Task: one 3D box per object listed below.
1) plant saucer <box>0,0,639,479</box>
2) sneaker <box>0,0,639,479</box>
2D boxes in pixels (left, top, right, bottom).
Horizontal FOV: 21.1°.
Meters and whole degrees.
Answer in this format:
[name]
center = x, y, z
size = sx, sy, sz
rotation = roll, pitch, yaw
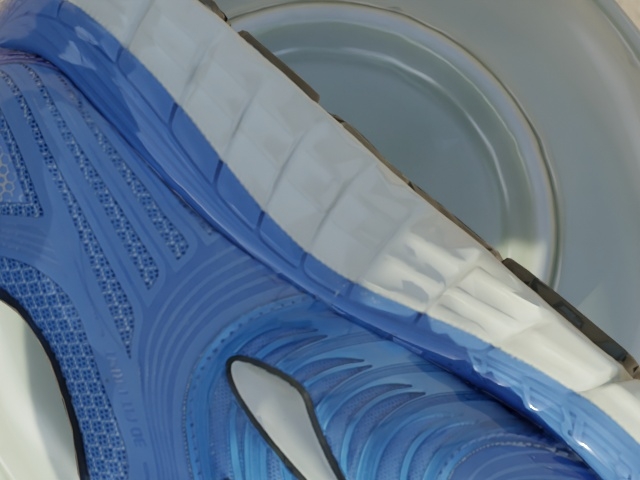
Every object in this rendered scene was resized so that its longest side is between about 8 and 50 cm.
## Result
[plant saucer]
center = 0.000, 0.000, 0.828
size = 0.400, 0.100, 0.400
rotation = 0, 82, -1
[sneaker]
center = 0.010, 0.065, 0.494
size = 0.330, 0.130, 0.147
rotation = 40, 89, 10
